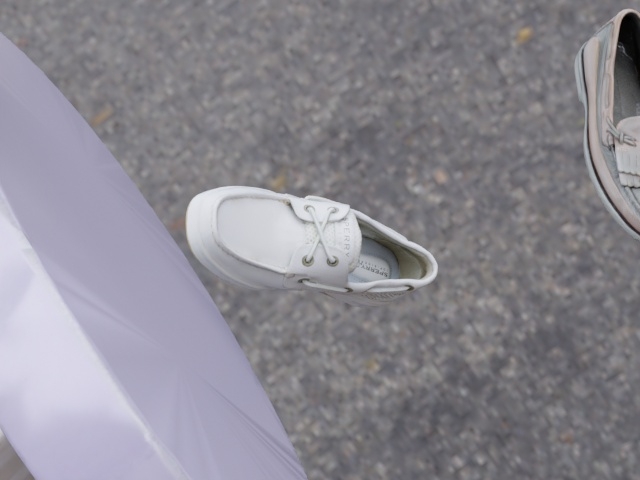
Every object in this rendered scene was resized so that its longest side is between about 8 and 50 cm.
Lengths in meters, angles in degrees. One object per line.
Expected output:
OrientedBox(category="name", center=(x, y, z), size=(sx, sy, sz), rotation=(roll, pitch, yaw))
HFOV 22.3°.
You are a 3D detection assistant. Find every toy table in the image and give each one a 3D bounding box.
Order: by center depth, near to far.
OrientedBox(category="toy table", center=(-0.114, 0.056, 0.468), size=(0.161, 0.252, 0.274), rotation=(-37, 13, 1))

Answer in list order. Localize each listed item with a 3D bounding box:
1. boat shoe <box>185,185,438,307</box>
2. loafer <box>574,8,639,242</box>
OrientedBox(category="boat shoe", center=(0.000, 0.000, 1.518), size=(0.096, 0.277, 0.098), rotation=(-13, 72, 44))
OrientedBox(category="loafer", center=(0.151, -0.057, 0.780), size=(0.045, 0.039, 0.125), rotation=(4, 53, -18))
